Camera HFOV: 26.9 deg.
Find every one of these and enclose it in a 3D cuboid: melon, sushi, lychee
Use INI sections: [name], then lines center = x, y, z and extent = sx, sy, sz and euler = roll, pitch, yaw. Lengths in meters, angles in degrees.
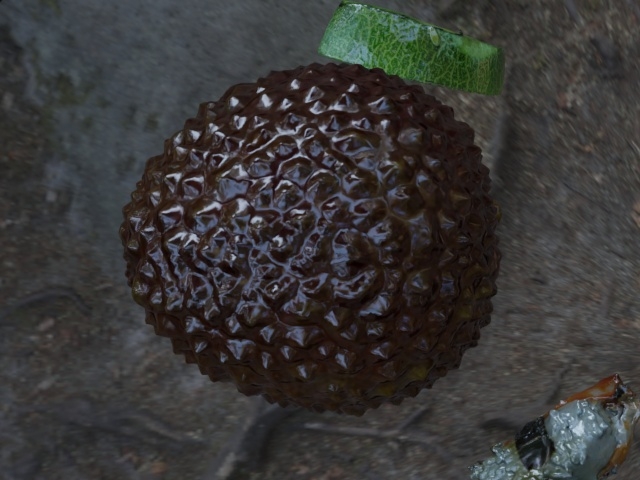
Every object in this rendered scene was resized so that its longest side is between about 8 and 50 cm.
[melon]
center = 0.110, -0.190, 1.351
extent = 0.118, 0.209, 0.064
euler = 21, 102, 42
[sushi]
center = 0.227, 0.226, 1.331
extent = 0.226, 0.103, 0.097
euler = -41, 74, 23
[lychee]
center = 0.000, 0.000, 1.011
extent = 0.304, 0.276, 0.275
euler = -6, 81, -22
